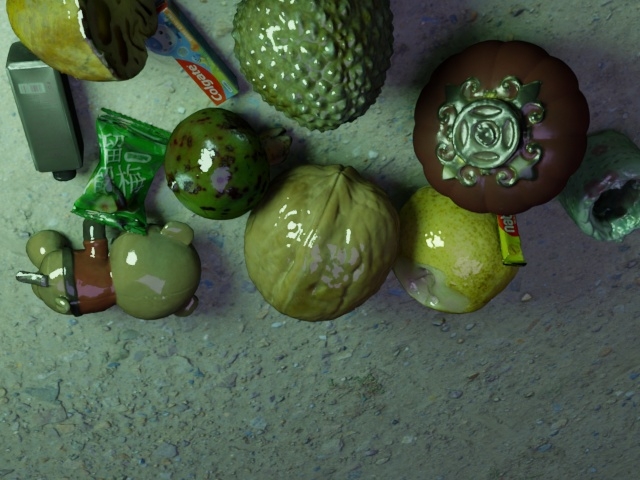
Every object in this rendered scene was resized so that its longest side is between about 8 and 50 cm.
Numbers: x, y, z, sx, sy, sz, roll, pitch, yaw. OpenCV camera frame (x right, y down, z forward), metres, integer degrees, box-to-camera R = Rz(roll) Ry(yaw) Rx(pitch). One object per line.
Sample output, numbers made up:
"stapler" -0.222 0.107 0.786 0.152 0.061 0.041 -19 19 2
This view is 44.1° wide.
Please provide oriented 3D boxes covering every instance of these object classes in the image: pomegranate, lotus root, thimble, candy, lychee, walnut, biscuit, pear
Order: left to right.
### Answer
"lotus root" -0.353 -0.322 1.142 0.179 0.188 0.199 -6 109 23
"candy" -0.353 -0.121 1.403 0.141 0.078 0.203 12 107 -38
"pomegranate" -0.156 -0.138 1.380 0.247 0.202 0.202 -29 142 -30
"lychee" -0.006 -0.304 1.191 0.255 0.274 0.255 -20 165 -5
"walnut" 0.001 -0.001 1.481 0.252 0.277 0.313 -21 141 -42
"pear" 0.258 0.014 1.573 0.271 0.271 0.271 -7 134 -8
"biscuit" 0.342 -0.089 1.488 0.048 0.292 0.026 1 160 -17
"thimble" 0.584 -0.103 1.614 0.185 0.149 0.211 -18 134 0

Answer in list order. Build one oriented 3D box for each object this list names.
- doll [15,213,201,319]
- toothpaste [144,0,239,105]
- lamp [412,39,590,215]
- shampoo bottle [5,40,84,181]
"doll" -0.392 0.063 1.500 0.329 0.174 0.235 -5 123 -10
"toothpaste" -0.216 -0.301 1.291 0.070 0.044 0.193 -29 133 15
"lamp" 0.308 -0.193 1.365 0.303 0.257 0.303 4 103 20
"shampoo bottle" -0.444 -0.203 1.298 0.080 0.079 0.246 -6 134 -7
